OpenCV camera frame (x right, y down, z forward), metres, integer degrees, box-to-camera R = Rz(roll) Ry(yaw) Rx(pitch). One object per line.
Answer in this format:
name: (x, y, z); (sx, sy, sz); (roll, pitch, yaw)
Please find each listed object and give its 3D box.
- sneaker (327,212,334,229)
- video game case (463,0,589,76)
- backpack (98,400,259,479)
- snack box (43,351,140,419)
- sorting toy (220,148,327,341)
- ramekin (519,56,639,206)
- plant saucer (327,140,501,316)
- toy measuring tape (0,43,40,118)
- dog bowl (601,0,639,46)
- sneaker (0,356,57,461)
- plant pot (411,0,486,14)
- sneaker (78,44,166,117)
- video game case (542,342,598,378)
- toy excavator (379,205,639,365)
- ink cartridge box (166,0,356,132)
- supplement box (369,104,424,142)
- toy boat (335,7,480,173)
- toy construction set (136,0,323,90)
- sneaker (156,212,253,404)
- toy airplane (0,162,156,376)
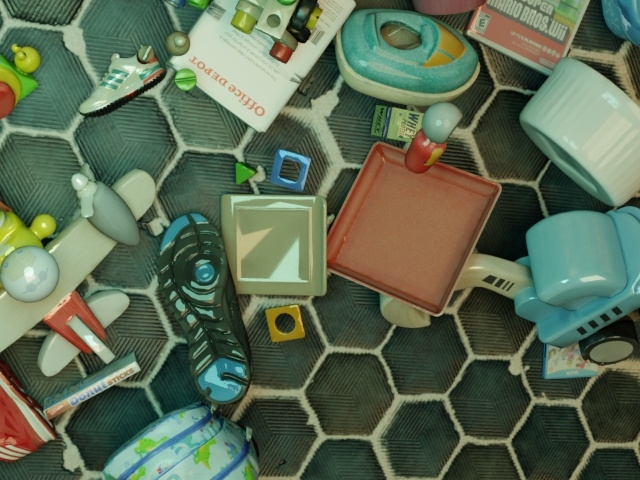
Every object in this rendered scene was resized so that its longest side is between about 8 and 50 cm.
sneaker: (0.000, 0.000, 1.774); (0.098, 0.038, 0.069); (-38, 109, 5)
video game case: (0.408, -0.473, 1.796); (0.204, 0.025, 0.285); (22, 94, -17)
backpack: (-0.236, 0.402, 1.620); (0.290, 0.355, 0.273); (-30, 103, -7)
snack box: (-0.402, 0.254, 1.701); (0.178, 0.064, 0.022); (-28, 106, -8)
sorting toy: (-0.082, 0.008, 1.732); (0.195, 0.047, 0.348); (2, 100, 10)
ramekin: (0.490, -0.187, 1.746); (0.277, 0.277, 0.135); (41, 95, -17)
plant saucer: (0.158, -0.020, 1.721); (0.258, 0.048, 0.259); (22, 79, 25)
toy measuring tape: (-0.589, -0.209, 1.538); (0.330, 0.121, 0.121); (-38, 107, -5)
dog bowl: (0.592, -0.506, 1.795); (0.165, 0.074, 0.297); (-21, 111, -17)
sneaker: (-0.564, 0.291, 1.656); (0.128, 0.087, 0.221); (-36, 105, -7)
plant pot: (0.218, -0.494, 1.666); (0.201, 0.201, 0.180); (-14, 118, -12)
sneaker: (-0.344, -0.270, 1.632); (0.161, 0.057, 0.075); (-31, 89, -6)
video game case: (0.508, 0.195, 1.949); (0.119, 0.015, 0.166); (-1, 101, -14)
toy excavator: (0.387, 0.065, 1.755); (0.445, 0.433, 0.222); (22, 50, -28)
ink cartridge box: (-0.104, -0.349, 1.640); (0.198, 0.115, 0.273); (36, 90, -17)
supplement box: (0.143, -0.209, 1.745); (0.083, 0.083, 0.056); (8, 98, -16)
toy boat: (0.168, -0.275, 1.642); (0.267, 0.148, 0.318); (2, 58, -19)
toy construction set: (-0.139, -0.352, 1.448); (0.309, 0.237, 0.257); (-39, 103, -4)
sneaker: (-0.200, 0.123, 1.690); (0.125, 0.140, 0.341); (-13, 77, 1)
toy airplane: (-0.459, 0.064, 1.540); (0.384, 0.272, 0.386); (3, 94, -23)
